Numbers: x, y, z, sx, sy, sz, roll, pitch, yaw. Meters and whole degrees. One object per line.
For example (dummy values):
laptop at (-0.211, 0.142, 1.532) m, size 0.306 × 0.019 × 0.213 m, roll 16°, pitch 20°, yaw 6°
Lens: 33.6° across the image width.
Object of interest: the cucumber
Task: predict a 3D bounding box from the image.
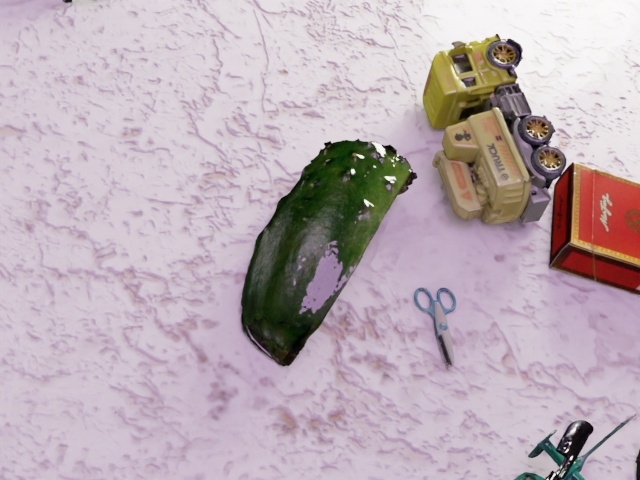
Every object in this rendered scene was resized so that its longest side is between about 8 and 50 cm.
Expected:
cucumber at (-0.002, -0.002, 1.334) m, size 0.145 × 0.105 × 0.325 m, roll 29°, pitch 56°, yaw 1°

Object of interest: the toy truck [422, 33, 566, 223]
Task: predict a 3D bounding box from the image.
toy truck at (0.228, -0.149, 1.494) m, size 0.157 × 0.124 × 0.272 m, roll -11°, pitch 64°, yaw -12°

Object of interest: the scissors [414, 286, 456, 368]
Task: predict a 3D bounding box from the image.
scissors at (0.156, 0.110, 1.361) m, size 0.058 × 0.014 × 0.119 m, roll 1°, pitch 54°, yaw -16°

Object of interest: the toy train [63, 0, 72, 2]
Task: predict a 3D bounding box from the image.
toy train at (-0.354, -0.402, 1.495) m, size 0.149 × 0.081 × 0.099 m, roll 27°, pitch 54°, yaw 0°

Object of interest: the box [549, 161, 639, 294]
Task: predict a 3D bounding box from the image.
box at (0.448, -0.003, 1.499) m, size 0.240 × 0.074 × 0.153 m, roll 17°, pitch 58°, yaw -7°

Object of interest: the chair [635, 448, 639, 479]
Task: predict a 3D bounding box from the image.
chair at (0.508, 0.283, 1.285) m, size 0.213 × 0.149 × 0.174 m, roll 8°, pitch 57°, yaw -8°

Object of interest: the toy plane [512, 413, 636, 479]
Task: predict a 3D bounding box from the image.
toy plane at (0.229, 0.302, 1.178) m, size 0.382 × 0.155 × 0.106 m, roll -21°, pitch 64°, yaw -47°
